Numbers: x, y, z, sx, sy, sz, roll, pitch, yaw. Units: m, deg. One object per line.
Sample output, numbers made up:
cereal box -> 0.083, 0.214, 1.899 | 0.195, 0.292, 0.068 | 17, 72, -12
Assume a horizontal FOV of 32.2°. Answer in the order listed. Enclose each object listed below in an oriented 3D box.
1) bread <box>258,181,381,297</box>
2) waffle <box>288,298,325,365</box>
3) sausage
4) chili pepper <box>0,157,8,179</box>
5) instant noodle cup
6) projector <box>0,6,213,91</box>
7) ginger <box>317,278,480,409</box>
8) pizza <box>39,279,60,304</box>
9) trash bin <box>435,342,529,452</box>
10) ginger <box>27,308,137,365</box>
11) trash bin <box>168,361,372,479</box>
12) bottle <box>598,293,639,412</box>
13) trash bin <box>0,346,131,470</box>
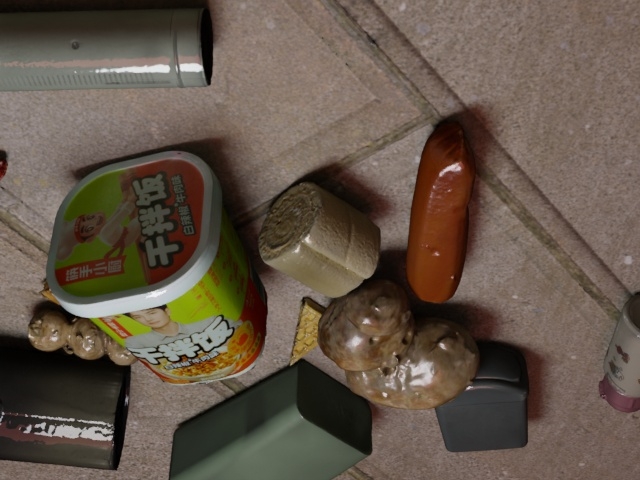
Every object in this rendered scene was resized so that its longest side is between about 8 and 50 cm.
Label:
bread -> 0.000, 0.000, 1.699 | 0.141, 0.134, 0.148 | 32, 141, -32
waffle -> -0.039, 0.162, 1.949 | 0.097, 0.023, 0.153 | 32, 130, -25
sausage -> 0.180, -0.032, 1.680 | 0.094, 0.097, 0.348 | -4, 136, -3
chili pepper -> -0.544, -0.086, 1.697 | 0.169, 0.065, 0.088 | -23, 147, 18
instant noodle cup -> -0.225, 0.064, 1.704 | 0.294, 0.294, 0.308 | -12, 141, 15
projector -> -0.313, -0.251, 1.472 | 0.338, 0.108, 0.108 | -1, 136, 4
ginger -> 0.111, 0.170, 1.849 | 0.245, 0.155, 0.304 | -13, 142, 38
pizza -> -0.370, 0.070, 1.849 | 0.201, 0.053, 0.193 | 7, 136, -4
trash bin -> 0.291, 0.288, 2.011 | 0.177, 0.101, 0.236 | -7, 137, 9
ginger -> -0.407, 0.168, 1.938 | 0.204, 0.080, 0.104 | 10, 168, -6
trash bin -> -0.091, 0.393, 2.098 | 0.343, 0.158, 0.223 | -33, 126, 31
bottle -> 0.544, 0.203, 1.896 | 0.110, 0.110, 0.233 | 3, 136, 0
trash bin -> -0.501, 0.301, 1.989 | 0.302, 0.203, 0.252 | 8, 176, -6
